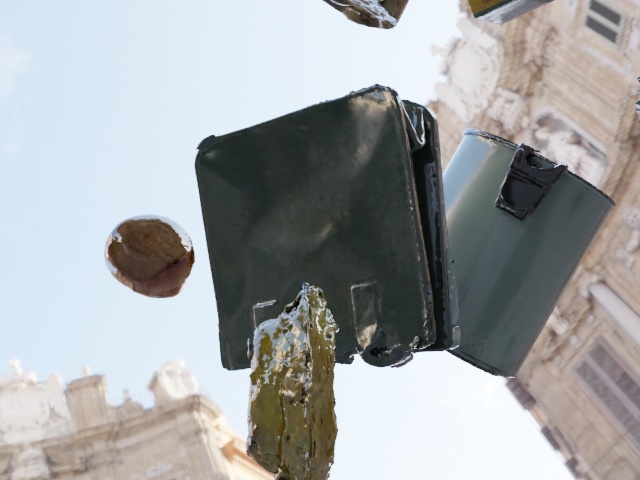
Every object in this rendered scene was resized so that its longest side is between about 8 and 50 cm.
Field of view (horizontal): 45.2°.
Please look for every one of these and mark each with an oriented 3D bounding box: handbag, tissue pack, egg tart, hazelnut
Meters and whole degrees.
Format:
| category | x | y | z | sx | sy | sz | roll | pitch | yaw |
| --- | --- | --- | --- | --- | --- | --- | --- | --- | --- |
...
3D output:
| category | x | y | z | sx | sy | sz | roll | pitch | yaw |
| --- | --- | --- | --- | --- | --- | --- | --- | --- | --- |
| handbag | -0.001 | -0.001 | 0.750 | 0.247 | 0.260 | 0.079 | -11 | -13 | 31 |
| tissue pack | 0.356 | -0.453 | 1.359 | 0.169 | 0.082 | 0.120 | -16 | -3 | 40 |
| egg tart | -0.018 | 0.091 | 0.452 | 0.052 | 0.130 | 0.130 | 1 | -52 | -5 |
| hazelnut | -0.286 | 0.034 | 1.282 | 0.150 | 0.150 | 0.150 | -14 | -48 | -17 |

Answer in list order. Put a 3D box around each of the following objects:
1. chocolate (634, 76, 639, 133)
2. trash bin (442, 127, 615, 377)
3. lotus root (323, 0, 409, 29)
| category | x | y | z | sx | sy | sz | roll | pitch | yaw |
| --- | --- | --- | --- | --- | --- | --- | --- | --- | --- |
| chocolate | 0.476 | -0.170 | 1.021 | 0.102 | 0.065 | 0.329 | -16 | -14 | 20 |
| trash bin | 0.224 | 0.017 | 1.019 | 0.262 | 0.217 | 0.277 | -61 | -15 | 4 |
| lotus root | 0.054 | -0.379 | 0.941 | 0.199 | 0.188 | 0.180 | 33 | -90 | -18 |
